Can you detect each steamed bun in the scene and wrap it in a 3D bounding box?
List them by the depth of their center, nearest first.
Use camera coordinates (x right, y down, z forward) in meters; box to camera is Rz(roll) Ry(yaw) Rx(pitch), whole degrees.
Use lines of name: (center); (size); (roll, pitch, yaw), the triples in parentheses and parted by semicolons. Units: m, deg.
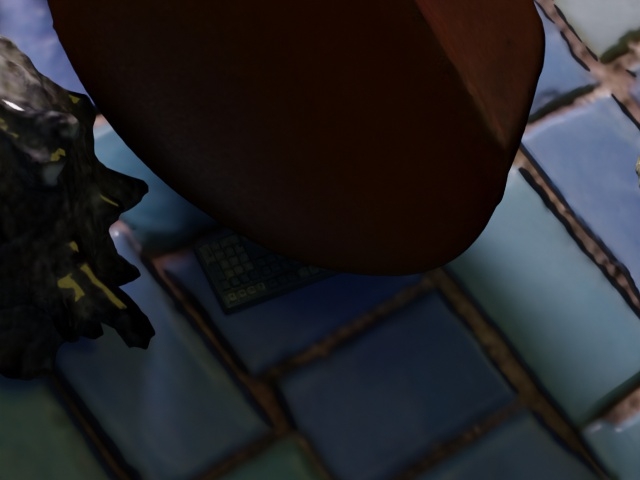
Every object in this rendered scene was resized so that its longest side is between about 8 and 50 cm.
steamed bun: (-0.030, -0.160, 1.280); (0.379, 0.248, 0.235); (58, 29, -21)

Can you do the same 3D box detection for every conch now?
conch: (-0.248, -0.019, 1.230); (0.313, 0.186, 0.241); (25, 86, -23)

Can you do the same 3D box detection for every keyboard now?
keyboard: (0.000, 0.000, 1.376); (0.176, 0.014, 0.055); (-19, 68, -24)

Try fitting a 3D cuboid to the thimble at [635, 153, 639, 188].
thimble: (0.323, -0.079, 1.438); (0.143, 0.137, 0.190); (21, 49, -5)
